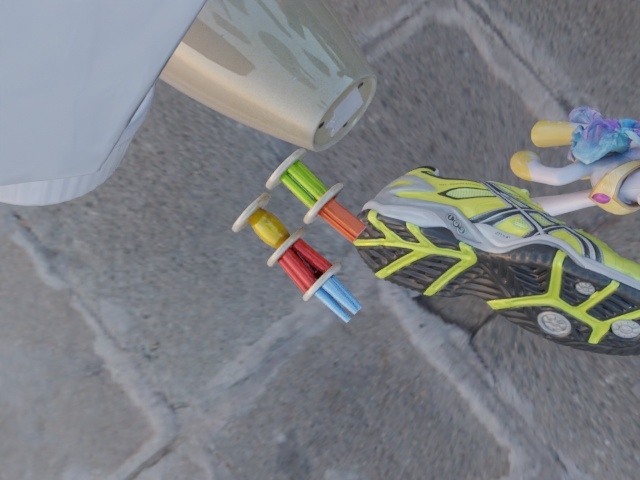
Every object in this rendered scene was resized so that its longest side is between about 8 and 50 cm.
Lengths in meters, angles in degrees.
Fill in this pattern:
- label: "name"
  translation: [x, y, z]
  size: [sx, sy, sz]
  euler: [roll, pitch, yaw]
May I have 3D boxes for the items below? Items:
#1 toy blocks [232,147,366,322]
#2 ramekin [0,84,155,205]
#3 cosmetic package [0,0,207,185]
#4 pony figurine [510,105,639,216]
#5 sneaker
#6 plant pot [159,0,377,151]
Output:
- label: "toy blocks"
  translation: [0.000, 0.000, 1.179]
  size: [0.148, 0.054, 0.123]
  euler: [44, 128, 4]
- label: "ramekin"
  translation: [-0.330, -0.159, 1.379]
  size: [0.273, 0.127, 0.273]
  euler: [9, 51, -11]
- label: "cosmetic package"
  translation: [-0.131, -0.165, 0.407]
  size: [0.224, 0.138, 0.224]
  euler: [-47, 61, 49]
- label: "pony figurine"
  translation: [0.442, -0.102, 1.584]
  size: [0.351, 0.363, 0.303]
  euler: [-29, 110, -31]
- label: "sneaker"
  translation: [0.233, 0.005, 1.369]
  size: [0.385, 0.145, 0.147]
  euler: [22, 52, 17]
- label: "plant pot"
  translation: [-0.065, -0.251, 1.608]
  size: [0.274, 0.256, 0.256]
  euler: [40, 95, 16]
